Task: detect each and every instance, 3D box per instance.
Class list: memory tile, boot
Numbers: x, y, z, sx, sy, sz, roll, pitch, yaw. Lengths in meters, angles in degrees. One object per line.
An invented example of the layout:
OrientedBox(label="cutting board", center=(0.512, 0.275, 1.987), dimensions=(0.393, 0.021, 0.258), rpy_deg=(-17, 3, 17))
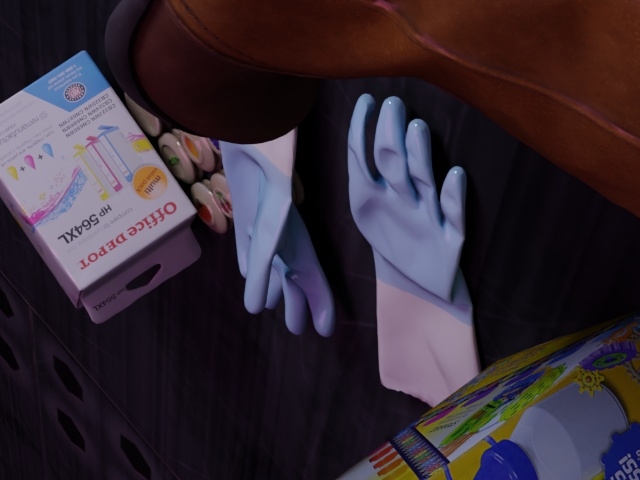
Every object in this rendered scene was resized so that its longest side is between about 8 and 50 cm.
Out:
OrientedBox(label="memory tile", center=(-0.066, -0.059, 1.085), dimensions=(0.113, 0.012, 0.148), rpy_deg=(59, 156, -6))
OrientedBox(label="boot", center=(0.065, -0.056, 0.620), dimensions=(0.280, 0.096, 0.264), rpy_deg=(29, 154, 13))

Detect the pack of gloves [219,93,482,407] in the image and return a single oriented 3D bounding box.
OrientedBox(label="pack of gloves", center=(0.000, 0.000, 0.977), dimensions=(0.195, 0.046, 0.232), rpy_deg=(32, 146, 35))

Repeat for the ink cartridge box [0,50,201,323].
OrientedBox(label="ink cartridge box", center=(-0.145, -0.029, 1.154), dimensions=(0.143, 0.092, 0.090), rpy_deg=(54, 168, 3))

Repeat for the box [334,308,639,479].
OrientedBox(label="box", center=(0.097, 0.231, 0.814), dimensions=(0.290, 0.279, 0.177), rpy_deg=(56, 156, -1))
